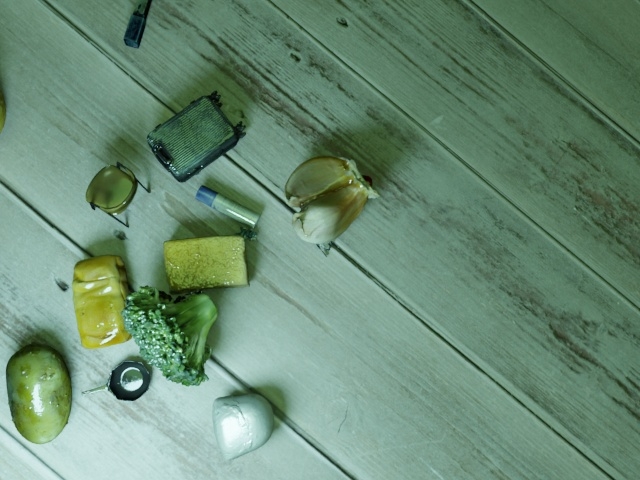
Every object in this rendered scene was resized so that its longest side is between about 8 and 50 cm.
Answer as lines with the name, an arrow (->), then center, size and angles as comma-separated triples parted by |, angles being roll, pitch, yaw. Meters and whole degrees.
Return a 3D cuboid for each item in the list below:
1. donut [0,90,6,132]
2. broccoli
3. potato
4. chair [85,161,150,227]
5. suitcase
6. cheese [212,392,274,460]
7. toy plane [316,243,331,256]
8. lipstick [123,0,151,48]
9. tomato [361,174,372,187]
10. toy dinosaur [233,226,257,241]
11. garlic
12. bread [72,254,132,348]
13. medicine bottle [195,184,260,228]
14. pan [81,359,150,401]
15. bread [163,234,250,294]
donut -> -1.232, -0.421, 1.741 | 0.377, 0.163, 0.436 | -12, 80, -11
broccoli -> -0.463, 0.295, 1.644 | 0.271, 0.334, 0.324 | -11, 126, -36
potato -> -0.863, 0.466, 1.624 | 0.173, 0.210, 0.308 | -8, 88, -51
chair -> -0.667, -0.157, 1.726 | 0.172, 0.247, 0.159 | 29, 77, -1
suitcase -> -0.433, -0.359, 1.850 | 0.312, 0.128, 0.202 | -39, 87, -12
cheese -> -0.243, 0.589, 1.703 | 0.188, 0.154, 0.198 | -14, 87, 8
toy plane -> 0.000, 0.000, 1.899 | 0.049, 0.031, 0.121 | -37, 90, -3
lipstick -> -0.656, -0.862, 1.947 | 0.051, 0.051, 0.313 | 12, 77, -4
tomato -> 0.148, -0.202, 1.927 | 0.087, 0.087, 0.075 | 5, 108, -7
toy dinosaur -> -0.264, -0.020, 1.865 | 0.083, 0.030, 0.047 | 12, 77, -5
garlic -> 0.015, -0.142, 1.827 | 0.313, 0.249, 0.286 | -34, 102, -9
bread -> -0.706, 0.198, 1.721 | 0.166, 0.132, 0.295 | -9, 83, -2
medicine bottle -> -0.326, -0.118, 1.860 | 0.230, 0.059, 0.059 | 27, 78, -2
pan -> -0.658, 0.453, 1.724 | 0.201, 0.048, 0.129 | 10, 78, -7
bread -> -0.385, 0.081, 1.794 | 0.274, 0.114, 0.185 | -6, 85, -7
